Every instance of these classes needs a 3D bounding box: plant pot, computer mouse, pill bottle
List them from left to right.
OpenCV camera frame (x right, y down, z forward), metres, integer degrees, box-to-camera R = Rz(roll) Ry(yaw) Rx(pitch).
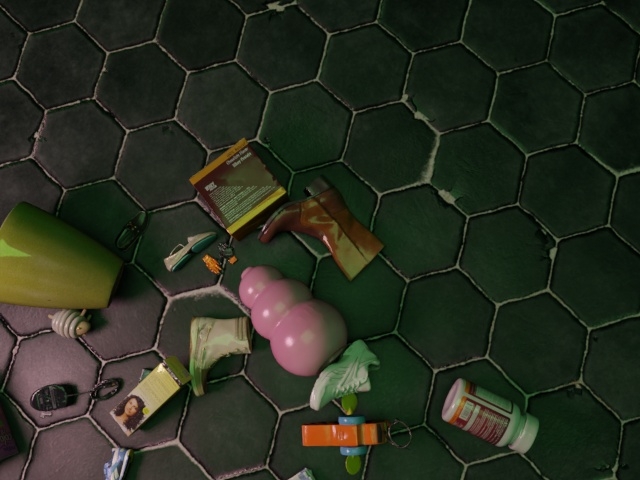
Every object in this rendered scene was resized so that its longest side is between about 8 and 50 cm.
[{"bbox_3d":[-0.688,0.072,1.682,0.293,0.275,0.275,19,82,-10],"label":"plant pot"},{"bbox_3d":[-0.668,0.416,1.725,0.242,0.041,0.071,-8,89,-6],"label":"computer mouse"},{"bbox_3d":[0.437,0.455,1.629,0.221,0.121,0.121,25,83,6],"label":"pill bottle"}]

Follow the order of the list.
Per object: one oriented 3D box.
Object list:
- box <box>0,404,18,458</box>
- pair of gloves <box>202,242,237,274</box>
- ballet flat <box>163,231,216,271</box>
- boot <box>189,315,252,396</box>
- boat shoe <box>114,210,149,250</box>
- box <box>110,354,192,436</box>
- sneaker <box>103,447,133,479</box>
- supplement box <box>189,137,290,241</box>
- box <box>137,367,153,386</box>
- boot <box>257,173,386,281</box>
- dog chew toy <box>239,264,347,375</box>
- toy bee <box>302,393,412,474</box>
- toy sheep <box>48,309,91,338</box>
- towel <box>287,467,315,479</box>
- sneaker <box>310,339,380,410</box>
[{"bbox_3d":[-0.968,0.508,1.676,0.213,0.117,0.243,-26,81,-2],"label":"box"},{"bbox_3d":[-0.283,0.052,1.777,0.083,0.010,0.074,-41,82,-5],"label":"pair of gloves"},{"bbox_3d":[-0.369,0.019,1.765,0.168,0.057,0.052,-40,72,-4],"label":"ballet flat"},{"bbox_3d":[-0.267,0.311,1.704,0.165,0.077,0.213,-1,81,-1],"label":"boot"},{"bbox_3d":[-0.533,-0.029,1.785,0.049,0.042,0.133,34,82,9],"label":"boat shoe"},{"bbox_3d":[-0.447,0.410,1.665,0.232,0.058,0.087,-45,81,15],"label":"box"},{"bbox_3d":[-0.548,0.620,1.676,0.059,0.053,0.144,16,73,4],"label":"sneaker"},{"bbox_3d":[-0.219,-0.137,1.745,0.191,0.129,0.194,-38,82,-4],"label":"supplement box"},{"bbox_3d":[-0.454,0.393,1.725,0.083,0.018,0.067,16,82,5],"label":"box"},{"bbox_3d":[0.000,0.000,1.754,0.264,0.096,0.280,-39,89,-12],"label":"boot"},{"bbox_3d":[-0.085,0.194,1.659,0.206,0.206,0.332,-43,74,-5],"label":"dog chew toy"},{"bbox_3d":[0.111,0.509,1.635,0.298,0.162,0.195,16,89,30],"label":"toy bee"},{"bbox_3d":[-0.688,0.223,1.730,0.132,0.091,0.091,13,81,18],"label":"toy sheep"},{"bbox_3d":[-0.105,0.753,1.648,0.285,0.034,0.209,-29,83,-1],"label":"towel"},{"bbox_3d":[0.071,0.362,1.632,0.115,0.090,0.232,36,61,23],"label":"sneaker"}]
